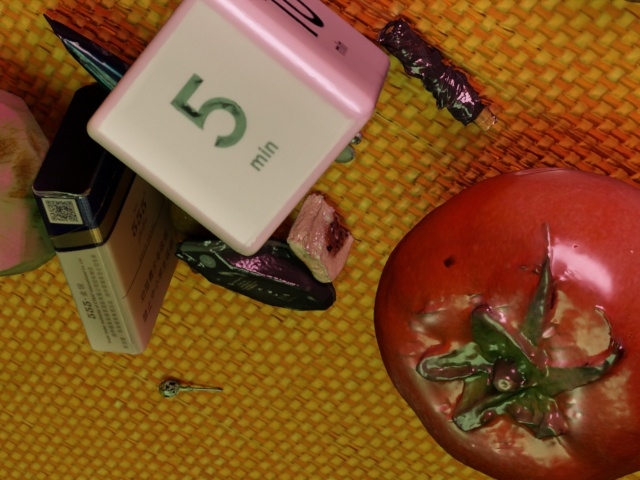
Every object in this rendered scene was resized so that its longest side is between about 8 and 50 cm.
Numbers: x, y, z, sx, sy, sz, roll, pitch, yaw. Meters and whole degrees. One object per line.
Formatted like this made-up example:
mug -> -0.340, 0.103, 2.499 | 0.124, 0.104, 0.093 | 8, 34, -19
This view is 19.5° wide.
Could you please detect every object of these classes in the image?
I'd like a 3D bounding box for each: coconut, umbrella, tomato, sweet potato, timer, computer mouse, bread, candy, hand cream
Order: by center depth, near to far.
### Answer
timer -> -0.072, -0.135, 1.732 | 0.195, 0.192, 0.194 | 39, 110, -7
umbrella -> 0.113, -0.156, 1.800 | 0.144, 0.037, 0.040 | 42, 124, -18
tomato -> 0.227, 0.070, 1.832 | 0.341, 0.273, 0.341 | 17, 128, 23
hand cream -> -0.177, -0.138, 1.922 | 0.270, 0.120, 0.061 | 37, 95, -21
coconut -> -0.377, -0.064, 1.988 | 0.204, 0.236, 0.236 | 9, 140, 25
bread -> 0.000, 0.000, 2.008 | 0.035, 0.070, 0.083 | 0, 139, 35
computer mouse -> -0.065, 0.025, 2.051 | 0.192, 0.062, 0.106 | 22, 162, -19
sweet potato -> -0.139, -0.026, 2.062 | 0.068, 0.060, 0.206 | 45, 156, 31
candy -> -0.163, 0.188, 2.344 | 0.083, 0.023, 0.025 | 2, 172, 15

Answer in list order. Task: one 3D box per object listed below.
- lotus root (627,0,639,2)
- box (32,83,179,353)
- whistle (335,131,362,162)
lotus root -> 0.250, -0.251, 1.604 | 0.152, 0.063, 0.072 | 37, 102, -12
box -> -0.227, -0.020, 2.019 | 0.071, 0.168, 0.259 | 3, 137, 17
whistle -> -0.070, -0.138, 1.881 | 0.235, 0.077, 0.114 | 20, 152, 7
